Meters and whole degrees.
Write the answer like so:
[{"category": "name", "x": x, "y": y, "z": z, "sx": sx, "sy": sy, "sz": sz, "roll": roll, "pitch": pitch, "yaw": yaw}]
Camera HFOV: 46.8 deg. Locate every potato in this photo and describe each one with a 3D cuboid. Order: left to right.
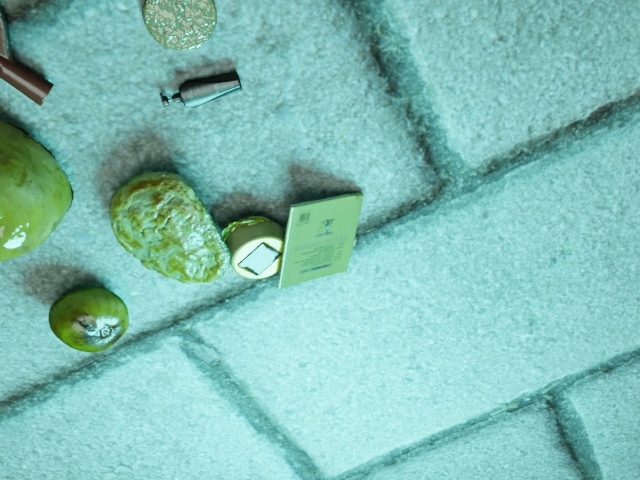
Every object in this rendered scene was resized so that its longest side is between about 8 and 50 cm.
[{"category": "potato", "x": -0.564, "y": -0.072, "z": 1.219, "sx": 0.242, "sy": 0.242, "sz": 0.285, "roll": -26, "pitch": 128, "yaw": 10}]

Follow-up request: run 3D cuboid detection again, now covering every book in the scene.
[{"category": "book", "x": 0.000, "y": 0.000, "z": 1.430, "sx": 0.168, "sy": 0.013, "sz": 0.192, "roll": -13, "pitch": 130, "yaw": -32}]

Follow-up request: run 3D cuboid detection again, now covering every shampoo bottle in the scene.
[{"category": "shampoo bottle", "x": -0.203, "y": -0.253, "z": 1.255, "sx": 0.137, "sy": 0.027, "sz": 0.048, "roll": -16, "pitch": 120, "yaw": 2}]

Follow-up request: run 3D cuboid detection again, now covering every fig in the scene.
[{"category": "fig", "x": -0.454, "y": 0.155, "z": 1.449, "sx": 0.153, "sy": 0.121, "sz": 0.136, "roll": 13, "pitch": 117, "yaw": -17}]

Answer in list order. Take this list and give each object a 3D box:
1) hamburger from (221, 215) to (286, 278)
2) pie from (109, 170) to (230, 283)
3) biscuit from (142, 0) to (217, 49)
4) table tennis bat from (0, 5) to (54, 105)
[{"category": "hamburger", "x": -0.128, "y": 0.009, "z": 1.422, "sx": 0.141, "sy": 0.081, "sz": 0.126, "roll": 15, "pitch": 124, "yaw": -33}, {"category": "pie", "x": -0.277, "y": -0.023, "z": 1.367, "sx": 0.201, "sy": 0.090, "sz": 0.248, "roll": -11, "pitch": 125, "yaw": 20}, {"category": "biscuit", "x": -0.225, "y": -0.360, "z": 1.183, "sx": 0.120, "sy": 0.015, "sz": 0.120, "roll": -5, "pitch": 126, "yaw": -6}, {"category": "table tennis bat", "x": -0.564, "y": -0.319, "z": 1.151, "sx": 0.310, "sy": 0.038, "sz": 0.200, "roll": 35, "pitch": 114, "yaw": -24}]
